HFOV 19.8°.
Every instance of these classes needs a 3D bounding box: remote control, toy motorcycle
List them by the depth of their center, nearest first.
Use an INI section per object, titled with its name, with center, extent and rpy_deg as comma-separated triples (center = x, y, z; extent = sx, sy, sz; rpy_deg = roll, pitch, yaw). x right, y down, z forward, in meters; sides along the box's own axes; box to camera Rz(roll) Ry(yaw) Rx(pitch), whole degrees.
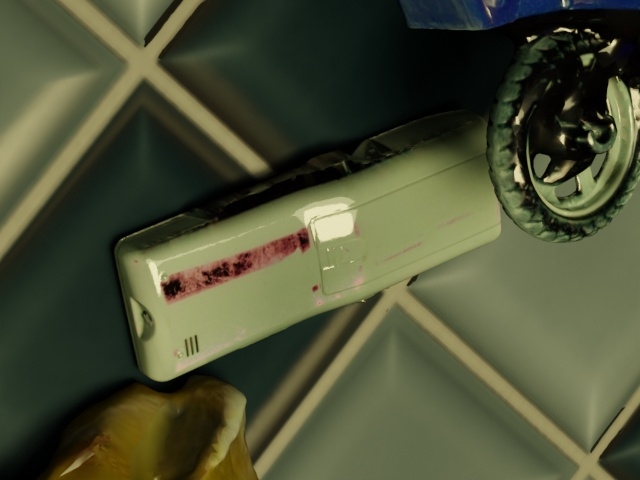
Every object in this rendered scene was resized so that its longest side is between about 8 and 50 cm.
[toy motorcycle]
center = 0.075, -0.158, 0.671
extent = 0.169, 0.113, 0.315
rpy_deg = -40, 119, -28
[remote control]
center = 0.000, 0.000, 0.729
extent = 0.166, 0.029, 0.065
rpy_deg = -23, 121, -25

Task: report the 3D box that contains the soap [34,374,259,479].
[soap]
center = -0.183, 0.219, 0.688
extent = 0.339, 0.304, 0.169
rpy_deg = -11, 131, 13
